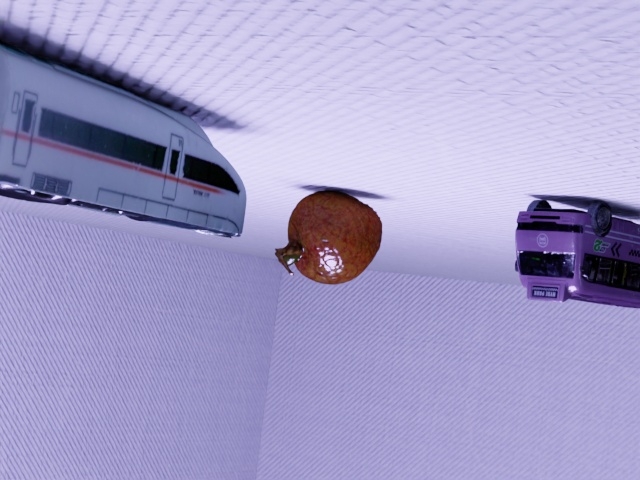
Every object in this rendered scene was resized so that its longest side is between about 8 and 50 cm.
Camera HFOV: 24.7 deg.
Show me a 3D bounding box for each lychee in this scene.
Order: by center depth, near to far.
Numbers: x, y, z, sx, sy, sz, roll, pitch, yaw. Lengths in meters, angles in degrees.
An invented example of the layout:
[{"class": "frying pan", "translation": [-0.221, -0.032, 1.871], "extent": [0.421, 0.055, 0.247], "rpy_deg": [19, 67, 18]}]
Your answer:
[{"class": "lychee", "translation": [0.004, -0.004, 1.567], "extent": [0.140, 0.101, 0.114], "rpy_deg": [7, 174, -31]}]

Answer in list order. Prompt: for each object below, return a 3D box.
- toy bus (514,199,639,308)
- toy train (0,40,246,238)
[{"class": "toy bus", "translation": [0.267, 0.017, 1.405], "extent": [0.178, 0.098, 0.086], "rpy_deg": [11, 176, -44]}, {"class": "toy train", "translation": [-0.145, -0.060, 1.000], "extent": [0.086, 0.088, 0.407], "rpy_deg": [8, 178, 19]}]
